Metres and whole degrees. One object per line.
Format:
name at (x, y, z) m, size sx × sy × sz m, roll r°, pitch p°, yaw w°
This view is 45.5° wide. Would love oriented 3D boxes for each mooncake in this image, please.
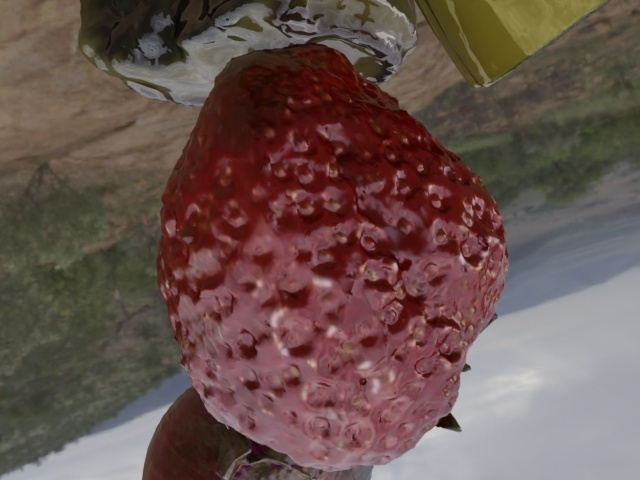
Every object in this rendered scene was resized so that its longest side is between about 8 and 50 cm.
mooncake at (-0.085, -0.291, 0.867) m, size 0.394 × 0.246 × 0.394 m, roll 4°, pitch 176°, yaw -7°

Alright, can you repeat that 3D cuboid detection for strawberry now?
strawberry at (0.000, 0.000, 0.524) m, size 0.258 × 0.276 × 0.257 m, roll -11°, pitch -147°, yaw 7°

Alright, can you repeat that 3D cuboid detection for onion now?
onion at (-0.082, 0.342, 1.086) m, size 0.354 × 0.353 × 0.353 m, roll -15°, pitch 173°, yaw -2°

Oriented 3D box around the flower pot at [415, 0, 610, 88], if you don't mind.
flower pot at (0.131, -0.234, 0.537) m, size 0.195 × 0.179 × 0.195 m, roll -40°, pitch -171°, yaw 7°
